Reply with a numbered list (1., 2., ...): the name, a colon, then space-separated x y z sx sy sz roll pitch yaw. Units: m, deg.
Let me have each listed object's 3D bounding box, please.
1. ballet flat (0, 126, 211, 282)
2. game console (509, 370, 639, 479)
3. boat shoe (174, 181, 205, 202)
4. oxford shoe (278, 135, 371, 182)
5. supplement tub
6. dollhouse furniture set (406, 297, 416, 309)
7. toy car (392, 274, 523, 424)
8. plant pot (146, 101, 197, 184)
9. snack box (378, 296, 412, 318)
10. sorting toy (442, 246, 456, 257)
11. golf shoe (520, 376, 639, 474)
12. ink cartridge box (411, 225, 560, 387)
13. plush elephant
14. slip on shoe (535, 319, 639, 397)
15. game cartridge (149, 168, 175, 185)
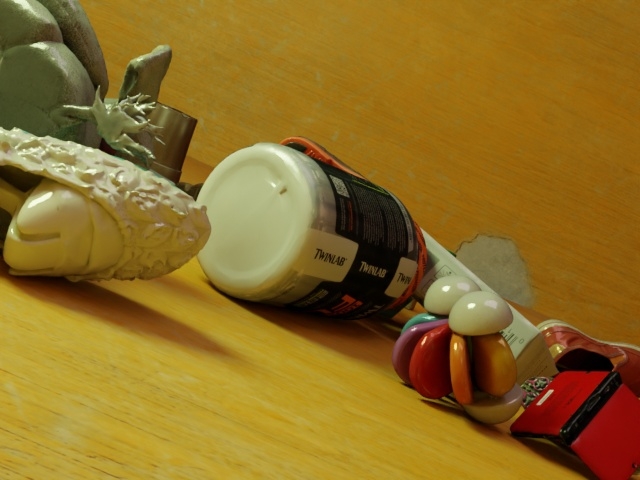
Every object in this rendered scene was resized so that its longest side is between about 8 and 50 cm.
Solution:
1. ballet flat: -0.308 -0.034 0.903 0.409 0.147 0.147 20 6 -10
2. game console: 0.323 0.229 1.184 0.124 0.085 0.144 -7 19 46
3. boat shoe: -0.181 -0.042 1.601 0.095 0.095 0.257 29 3 -24
4. oxford shoe: 0.044 -0.087 1.661 0.271 0.097 0.098 43 17 -3
5. supplement tub: 0.000 0.000 1.355 0.207 0.207 0.338 28 7 35
6. dollhouse furniture set: 0.031 -0.017 1.864 0.355 0.174 0.303 26 6 17
7. toy car: 0.157 0.138 1.180 0.136 0.159 0.182 -15 16 -12
8. plant pot: -0.363 -0.222 2.188 0.167 0.165 0.167 25 4 -2
9. snack box: 0.017 -0.015 1.693 0.187 0.060 0.322 18 35 -51
10. sorting toy: 0.157 0.019 1.858 0.132 0.046 0.274 27 -5 -9
11. golf shoe: 0.338 0.245 1.260 0.186 0.067 0.086 33 -11 33
12. ink cartridge box: 0.247 0.136 1.622 0.308 0.091 0.385 42 -4 28
13. plush elephant: -0.294 -0.131 1.093 0.330 0.272 0.255 20 -9 11
14. slip on shoe: 0.571 0.260 1.970 0.331 0.123 0.101 22 28 -22
15. game cartridge: -0.419 -0.143 1.764 0.294 0.060 0.196 20 10 -42
